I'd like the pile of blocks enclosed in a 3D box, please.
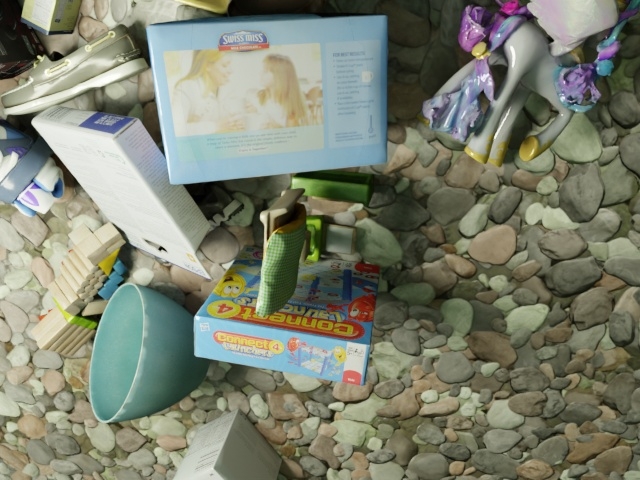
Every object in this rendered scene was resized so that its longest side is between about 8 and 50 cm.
[{"bbox_3d":[-0.544,0.097,1.231,0.112,0.149,0.362,42,110,26],"label":"pile of blocks"}]

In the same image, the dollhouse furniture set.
[{"bbox_3d":[0.000,0.000,0.978,0.151,0.301,0.198,8,112,9],"label":"dollhouse furniture set"}]

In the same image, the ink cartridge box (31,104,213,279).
[{"bbox_3d":[-0.356,-0.094,1.017,0.324,0.071,0.330,17,146,40],"label":"ink cartridge box"}]

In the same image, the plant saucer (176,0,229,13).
[{"bbox_3d":[-0.267,-0.591,0.892,0.332,0.081,0.333,17,115,2],"label":"plant saucer"}]

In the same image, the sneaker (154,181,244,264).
[{"bbox_3d":[-0.277,-0.043,1.134,0.234,0.078,0.106,-35,101,17],"label":"sneaker"}]

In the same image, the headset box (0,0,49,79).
[{"bbox_3d":[-0.653,-0.386,0.928,0.110,0.293,0.218,-19,108,17],"label":"headset box"}]

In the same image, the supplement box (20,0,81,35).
[{"bbox_3d":[-0.497,-0.434,0.996,0.056,0.083,0.083,28,114,-2],"label":"supplement box"}]

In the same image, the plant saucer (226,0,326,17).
[{"bbox_3d":[-0.075,-0.405,0.905,0.168,0.168,0.029,-8,86,13],"label":"plant saucer"}]

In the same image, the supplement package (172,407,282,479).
[{"bbox_3d":[-0.226,0.571,1.317,0.149,0.203,0.194,-31,104,20],"label":"supplement package"}]

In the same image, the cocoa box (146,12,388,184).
[{"bbox_3d":[-0.085,-0.241,0.872,0.347,0.228,0.231,-7,113,-11],"label":"cocoa box"}]

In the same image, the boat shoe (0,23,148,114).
[{"bbox_3d":[-0.485,-0.322,1.033,0.305,0.109,0.091,-17,109,10],"label":"boat shoe"}]

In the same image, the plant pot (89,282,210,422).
[{"bbox_3d":[-0.361,0.254,1.190,0.195,0.290,0.290,17,121,-37],"label":"plant pot"}]

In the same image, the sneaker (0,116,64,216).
[{"bbox_3d":[-0.617,-0.145,1.013,0.236,0.323,0.130,42,96,-2],"label":"sneaker"}]

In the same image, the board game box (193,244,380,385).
[{"bbox_3d":[-0.046,0.129,1.043,0.308,0.302,0.086,8,114,5],"label":"board game box"}]

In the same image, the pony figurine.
[{"bbox_3d":[0.320,-0.305,0.842,0.351,0.303,0.363,19,116,-34],"label":"pony figurine"}]

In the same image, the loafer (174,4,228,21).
[{"bbox_3d":[-0.247,-0.275,1.015,0.111,0.112,0.320,19,109,9],"label":"loafer"}]
